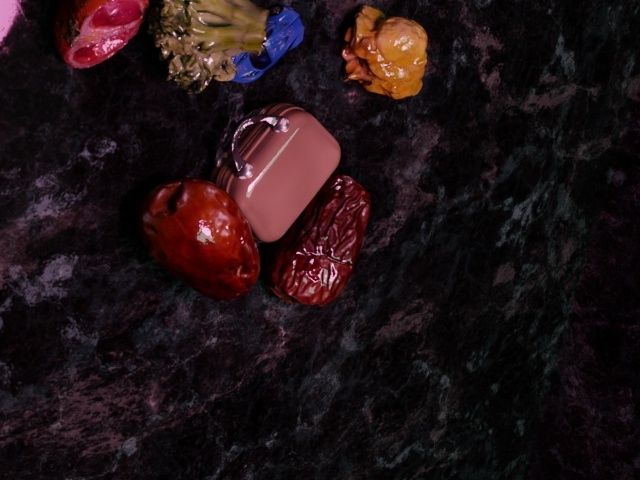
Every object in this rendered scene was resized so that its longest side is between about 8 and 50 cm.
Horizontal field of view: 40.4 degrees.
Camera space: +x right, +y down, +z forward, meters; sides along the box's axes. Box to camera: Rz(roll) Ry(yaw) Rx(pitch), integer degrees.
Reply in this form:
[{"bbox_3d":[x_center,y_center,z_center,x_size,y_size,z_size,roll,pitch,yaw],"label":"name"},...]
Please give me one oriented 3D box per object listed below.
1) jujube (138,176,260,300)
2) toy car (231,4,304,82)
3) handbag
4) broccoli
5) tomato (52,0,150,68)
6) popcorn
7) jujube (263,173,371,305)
[{"bbox_3d":[-0.252,0.002,1.871,0.223,0.223,0.318,-50,139,-15],"label":"jujube"},{"bbox_3d":[-0.120,-0.426,1.907,0.216,0.063,0.103,-46,136,-19],"label":"toy car"},{"bbox_3d":[-0.119,-0.178,1.972,0.302,0.149,0.283,-52,139,-10],"label":"handbag"},{"bbox_3d":[-0.200,-0.434,1.689,0.288,0.245,0.248,99,11,-52],"label":"broccoli"},{"bbox_3d":[-0.412,-0.415,1.601,0.189,0.099,0.173,-43,173,38],"label":"tomato"},{"bbox_3d":[0.168,-0.450,2.093,0.253,0.190,0.191,13,91,-44],"label":"popcorn"},{"bbox_3d":[0.000,0.000,2.148,0.216,0.216,0.342,41,71,-47],"label":"jujube"}]
